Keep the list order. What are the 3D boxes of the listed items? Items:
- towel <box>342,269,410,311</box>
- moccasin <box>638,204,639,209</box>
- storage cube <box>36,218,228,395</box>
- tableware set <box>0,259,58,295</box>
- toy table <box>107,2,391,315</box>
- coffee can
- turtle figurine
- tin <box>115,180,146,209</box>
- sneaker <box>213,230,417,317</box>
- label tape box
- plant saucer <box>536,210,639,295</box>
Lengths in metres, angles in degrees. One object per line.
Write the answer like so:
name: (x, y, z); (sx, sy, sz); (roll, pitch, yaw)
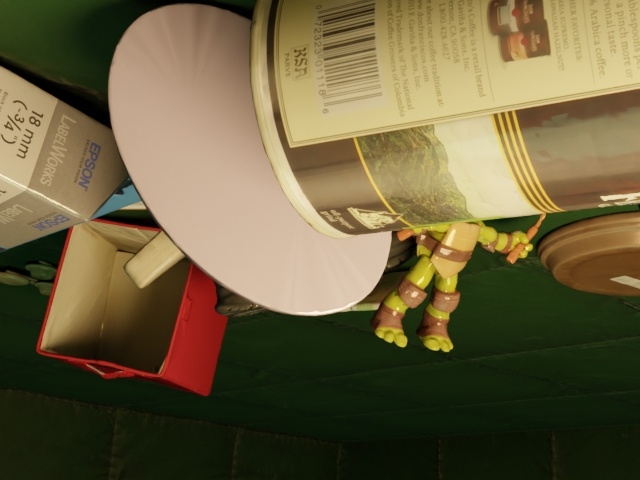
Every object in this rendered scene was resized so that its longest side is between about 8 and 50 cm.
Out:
towel: (0.072, 0.072, 1.372); (0.152, 0.023, 0.113); (-6, -163, 32)
moccasin: (0.395, -0.064, 0.825); (0.138, 0.117, 0.342); (8, 161, -13)
storage cube: (-0.239, 0.093, 1.278); (0.184, 0.215, 0.193); (8, 165, 14)
tableware set: (-0.453, 0.065, 1.543); (0.169, 0.020, 0.141); (-8, 157, 34)
toy table: (-0.063, -0.055, 0.797); (0.252, 0.274, 0.161); (-27, 178, -12)
coffee can: (0.123, -0.114, 0.597); (0.275, 0.201, 0.201); (-6, 159, 29)
turtle figurine: (0.131, 0.013, 1.054); (0.269, 0.217, 0.087); (7, -157, -45)
tin: (-0.219, -0.067, 1.072); (0.190, 0.040, 0.106); (0, 166, 12)
sneaker: (0.000, 0.000, 1.122); (0.286, 0.130, 0.109); (-14, 172, -19)
label tape box: (-0.323, -0.063, 0.922); (0.240, 0.106, 0.334); (-14, 147, 44)
plant saucer: (0.424, 0.025, 1.219); (0.278, 0.041, 0.278); (3, 162, 1)
